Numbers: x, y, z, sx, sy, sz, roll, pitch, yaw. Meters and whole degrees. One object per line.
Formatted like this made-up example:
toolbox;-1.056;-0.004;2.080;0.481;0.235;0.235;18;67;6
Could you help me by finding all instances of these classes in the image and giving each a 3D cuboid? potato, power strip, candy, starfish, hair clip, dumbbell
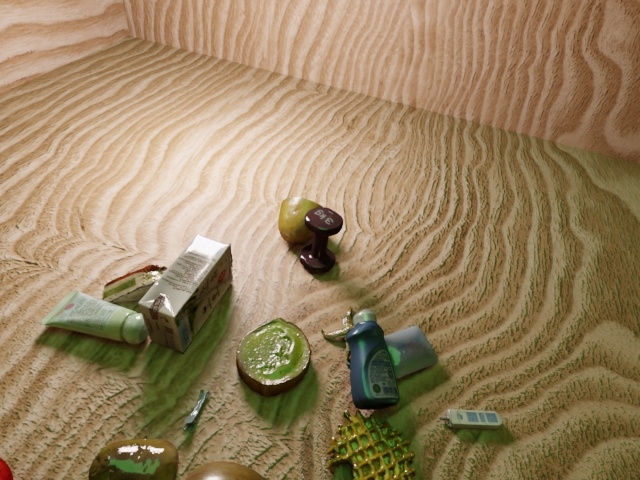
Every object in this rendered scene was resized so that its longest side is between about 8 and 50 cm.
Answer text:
potato;-0.445;0.535;0.999;0.200;0.081;0.164;2;43;-11
power strip;0.433;0.513;1.200;0.191;0.030;0.048;5;43;-5
candy;0.268;0.347;1.315;0.174;0.071;0.138;-13;53;-22
starfish;0.111;0.304;1.364;0.216;0.050;0.223;18;49;-2
hair clip;-0.334;0.454;1.131;0.030;0.039;0.115;17;41;1
potato;-0.090;-0.061;1.629;0.203;0.178;0.158;13;64;21
dumbbell;0.000;0.000;1.522;0.124;0.225;0.140;-29;53;-36

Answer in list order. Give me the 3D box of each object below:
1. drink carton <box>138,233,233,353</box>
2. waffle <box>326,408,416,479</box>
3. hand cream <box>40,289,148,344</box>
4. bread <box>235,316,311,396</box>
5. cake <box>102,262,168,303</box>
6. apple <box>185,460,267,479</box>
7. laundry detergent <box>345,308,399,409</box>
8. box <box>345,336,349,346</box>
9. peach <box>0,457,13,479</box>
drink carton;-0.407;0.156;1.316;0.132;0.194;0.325;16;44;10
waffle;0.134;0.564;1.086;0.231;0.051;0.229;16;41;7
hand cream;-0.667;0.235;1.267;0.305;0.093;0.147;14;42;8
bread;-0.139;0.343;1.255;0.236;0.070;0.236;4;44;-4
cake;-0.600;0.138;1.360;0.220;0.117;0.086;-3;51;-14
apple;-0.188;0.597;0.851;0.233;0.257;0.257;10;43;-3
laundry detergent;0.141;0.339;1.232;0.143;0.094;0.290;14;52;-30
box;0.134;0.304;1.322;0.115;0.025;0.048;-16;60;-31
peach;-0.766;0.554;0.755;0.370;0.370;0.370;5;44;-4
